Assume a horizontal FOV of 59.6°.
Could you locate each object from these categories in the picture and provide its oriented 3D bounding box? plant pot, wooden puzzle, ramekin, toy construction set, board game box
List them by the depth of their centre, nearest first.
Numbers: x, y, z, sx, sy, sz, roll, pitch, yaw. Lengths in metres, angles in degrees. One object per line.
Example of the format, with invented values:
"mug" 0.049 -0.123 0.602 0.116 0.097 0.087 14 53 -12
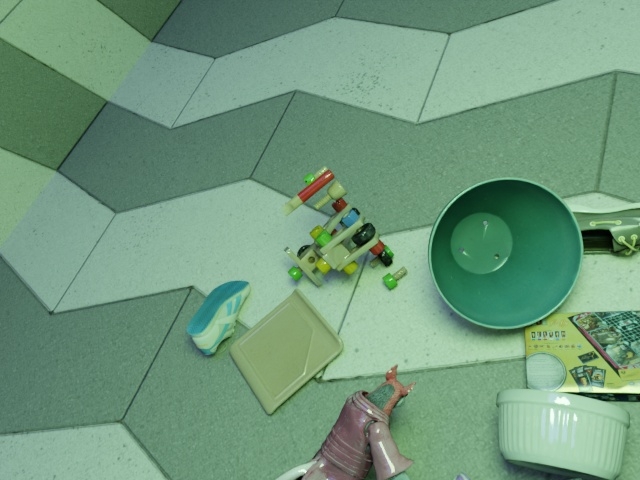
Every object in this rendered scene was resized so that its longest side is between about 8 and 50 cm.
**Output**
"ramekin" 0.393 0.325 0.924 0.207 0.207 0.109 2 66 29
"board game box" 0.514 0.215 1.048 0.243 0.042 0.165 -5 54 24
"plant pot" 0.355 0.017 1.156 0.290 0.290 0.195 -29 4 5
"toy construction set" 0.000 0.000 1.324 0.237 0.309 0.257 -38 39 3
"wooden puzzle" -0.083 0.260 1.330 0.238 0.044 0.221 -43 48 -2

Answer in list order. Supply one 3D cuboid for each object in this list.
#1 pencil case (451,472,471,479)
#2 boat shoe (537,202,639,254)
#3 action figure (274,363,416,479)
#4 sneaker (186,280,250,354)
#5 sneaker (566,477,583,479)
"pencil case" 0.200 0.496 0.965 0.206 0.086 0.088 -39 43 -5
"boat shoe" 0.600 -0.015 1.139 0.304 0.109 0.091 2 57 36
"action figure" 0.037 0.379 1.004 0.370 0.275 0.248 -62 22 -2
"sneaker" -0.253 0.190 1.442 0.087 0.092 0.229 3 38 32
"sneaker" 0.303 0.479 0.877 0.152 0.114 0.305 41 81 19
